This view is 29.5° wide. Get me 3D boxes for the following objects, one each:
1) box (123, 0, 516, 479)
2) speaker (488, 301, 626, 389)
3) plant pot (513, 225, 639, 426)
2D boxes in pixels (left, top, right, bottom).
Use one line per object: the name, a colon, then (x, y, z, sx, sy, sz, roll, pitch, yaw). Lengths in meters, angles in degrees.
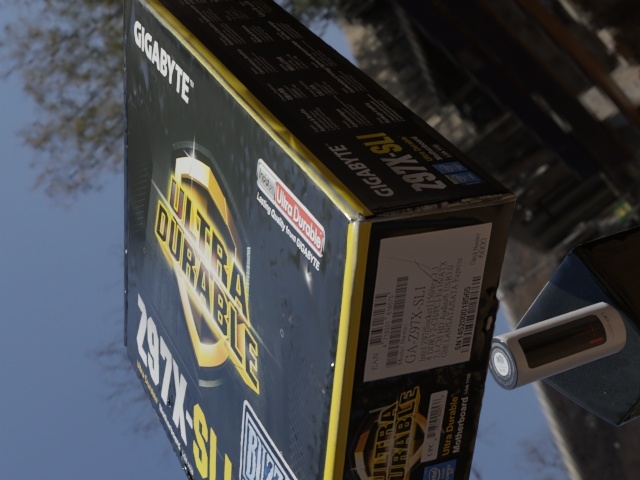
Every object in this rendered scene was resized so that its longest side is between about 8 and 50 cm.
box: (-0.027, 0.028, 0.634, 0.079, 0.257, 0.322, -9, -149, -22)
speaker: (0.235, 0.104, 1.211, 0.136, 0.055, 0.055, -15, -122, -23)
plant pot: (0.371, 0.108, 1.460, 0.187, 0.188, 0.167, -15, -125, -38)
